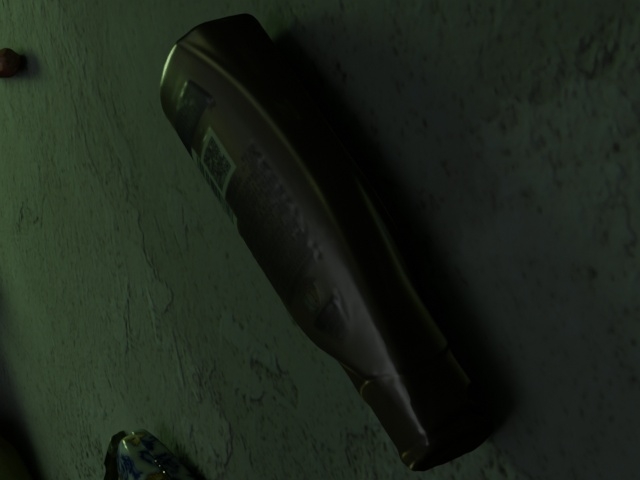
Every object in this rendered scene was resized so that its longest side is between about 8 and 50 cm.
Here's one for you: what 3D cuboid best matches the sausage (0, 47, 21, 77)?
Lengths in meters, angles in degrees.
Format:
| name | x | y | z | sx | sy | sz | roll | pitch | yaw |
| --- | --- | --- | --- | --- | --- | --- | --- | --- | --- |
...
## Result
| name | x | y | z | sx | sy | sz | roll | pitch | yaw |
| --- | --- | --- | --- | --- | --- | --- | --- | --- | --- |
| sausage | -0.390 | -0.211 | 1.395 | 0.147 | 0.035 | 0.030 | 11 | 83 | 59 |

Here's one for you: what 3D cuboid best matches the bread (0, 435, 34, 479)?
| name | x | y | z | sx | sy | sz | roll | pitch | yaw |
| --- | --- | --- | --- | --- | --- | --- | --- | --- | --- |
| bread | -0.588 | 0.438 | 1.784 | 0.321 | 0.237 | 0.320 | 0 | 91 | 15 |

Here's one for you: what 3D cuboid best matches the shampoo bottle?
| name | x | y | z | sx | sy | sz | roll | pitch | yaw |
| --- | --- | --- | --- | --- | --- | --- | --- | --- | --- |
| shampoo bottle | 0.000 | 0.000 | 0.812 | 0.350 | 0.084 | 0.125 | 57 | 149 | 25 |

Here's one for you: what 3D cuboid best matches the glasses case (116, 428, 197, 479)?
| name | x | y | z | sx | sy | sz | roll | pitch | yaw |
| --- | --- | --- | --- | --- | --- | --- | --- | --- | --- |
| glasses case | -0.142 | 0.295 | 1.212 | 0.248 | 0.065 | 0.086 | 42 | 136 | 40 |

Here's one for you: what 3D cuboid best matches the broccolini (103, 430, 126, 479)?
| name | x | y | z | sx | sy | sz | roll | pitch | yaw |
| --- | --- | --- | --- | --- | --- | --- | --- | --- | --- |
| broccolini | -0.273 | 0.328 | 1.461 | 0.071 | 0.057 | 0.254 | 17 | 135 | 4 |
